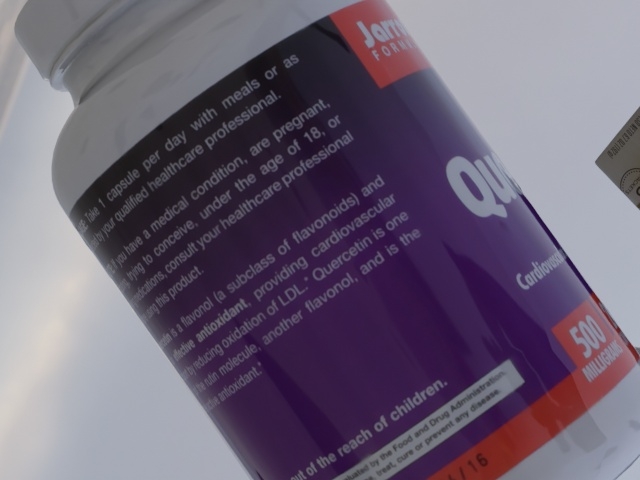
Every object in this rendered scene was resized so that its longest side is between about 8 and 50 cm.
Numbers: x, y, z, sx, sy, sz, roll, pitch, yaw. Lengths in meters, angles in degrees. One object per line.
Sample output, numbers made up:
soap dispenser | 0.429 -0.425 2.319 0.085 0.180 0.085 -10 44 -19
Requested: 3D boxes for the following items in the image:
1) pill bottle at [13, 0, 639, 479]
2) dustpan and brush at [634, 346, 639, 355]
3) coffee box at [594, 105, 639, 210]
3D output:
pill bottle | 0.000 0.000 0.758 0.181 0.323 0.181 -35 177 -2
dustpan and brush | 0.234 0.111 1.181 0.211 0.147 0.060 -29 127 -45
coffee box | 0.375 -0.020 1.212 0.119 0.297 0.168 -22 154 -46
